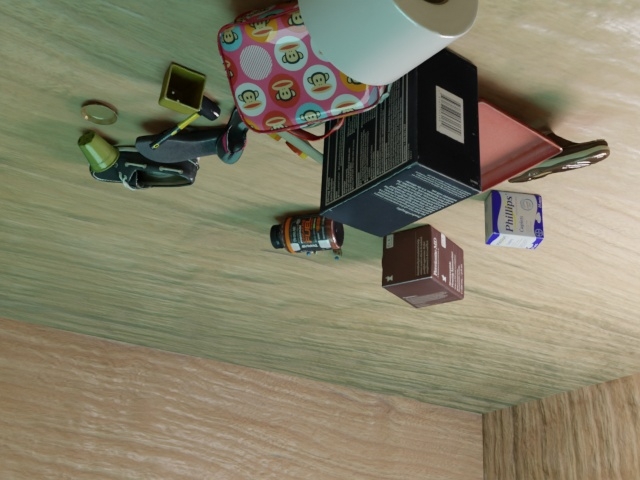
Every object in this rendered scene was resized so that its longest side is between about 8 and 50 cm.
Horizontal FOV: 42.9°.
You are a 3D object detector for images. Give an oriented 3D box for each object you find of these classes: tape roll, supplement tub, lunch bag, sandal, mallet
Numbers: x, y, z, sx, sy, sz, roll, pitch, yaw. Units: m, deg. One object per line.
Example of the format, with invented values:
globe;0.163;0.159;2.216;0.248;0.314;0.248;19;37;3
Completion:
tape roll;0.107;-0.392;1.293;0.246;0.246;0.169;20;151;-31
supplement tub;-0.040;-0.019;2.291;0.198;0.106;0.106;-7;153;20
lunch bag;-0.024;-0.310;1.499;0.293;0.120;0.258;-8;114;20
sandal;-0.308;-0.235;1.925;0.255;0.054;0.097;-5;153;-7
sandal;-0.196;-0.235;1.861;0.067;0.040;0.179;5;140;-21
mallet;-0.305;-0.255;1.833;0.190;0.039;0.062;-36;138;27

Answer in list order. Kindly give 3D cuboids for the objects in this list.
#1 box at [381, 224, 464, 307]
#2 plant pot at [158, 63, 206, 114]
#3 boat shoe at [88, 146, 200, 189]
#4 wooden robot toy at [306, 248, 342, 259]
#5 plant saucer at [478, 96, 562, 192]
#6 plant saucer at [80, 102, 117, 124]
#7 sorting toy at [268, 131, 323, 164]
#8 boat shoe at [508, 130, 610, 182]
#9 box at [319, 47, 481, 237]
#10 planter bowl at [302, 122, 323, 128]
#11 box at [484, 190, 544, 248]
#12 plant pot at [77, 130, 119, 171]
box;0.302;0.081;2.383;0.167;0.168;0.203;-14;151;33
plant pot;-0.302;-0.312;1.726;0.082;0.081;0.083;18;162;-29
boat shoe;-0.448;-0.173;2.026;0.303;0.091;0.114;-6;153;20
wooden robot toy;0.000;0.000;2.401;0.173;0.076;0.079;10;119;-23
plant saucer;0.345;-0.210;1.781;0.258;0.047;0.259;23;147;-30
plant saucer;-0.507;-0.293;1.866;0.083;0.015;0.083;2;155;1
sorting toy;-0.088;-0.240;1.747;0.038;0.208;0.193;-51;135;9
boat shoe;0.519;-0.200;1.822;0.095;0.095;0.257;-1;171;-43
box;0.158;-0.202;1.642;0.183;0.296;0.294;20;152;-33
planter bowl;-0.023;-0.301;1.642;0.162;0.162;0.109;-6;180;21
box;0.502;-0.053;2.114;0.137;0.126;0.072;5;157;-4
plant pot;-0.543;-0.221;1.965;0.083;0.083;0.079;-8;141;23
